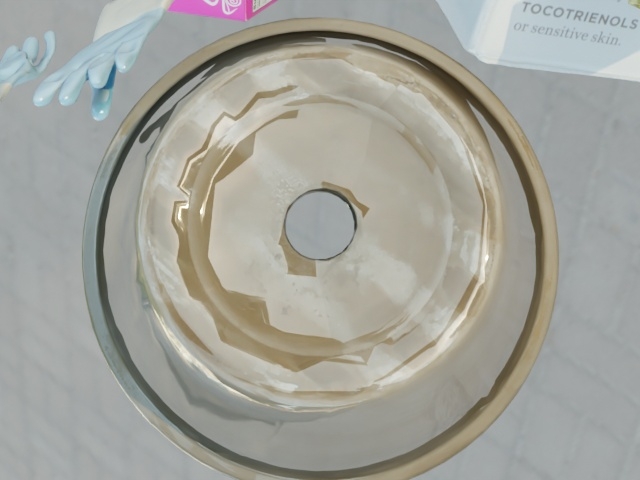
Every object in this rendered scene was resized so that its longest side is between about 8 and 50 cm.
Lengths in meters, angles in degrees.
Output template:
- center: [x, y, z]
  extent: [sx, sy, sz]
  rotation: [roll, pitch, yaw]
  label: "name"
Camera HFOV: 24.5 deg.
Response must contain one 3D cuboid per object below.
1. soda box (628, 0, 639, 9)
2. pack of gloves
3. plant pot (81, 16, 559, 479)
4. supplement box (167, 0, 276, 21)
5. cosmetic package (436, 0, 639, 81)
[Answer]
- center: [0.293, -0.204, 1.033]
  extent: [0.058, 0.181, 0.061]
  rotation: [34, 133, 28]
  label: "soda box"
- center: [-0.198, -0.119, 1.110]
  extent: [0.195, 0.232, 0.046]
  rotation: [-20, 112, 17]
  label: "pack of gloves"
- center: [0.000, 0.000, 0.888]
  extent: [0.323, 0.323, 0.280]
  rotation: [51, 177, 4]
  label: "plant pot"
- center: [-0.079, -0.300, 1.439]
  extent: [0.111, 0.220, 0.113]
  rotation: [11, 115, 18]
  label: "supplement box"
- center: [0.282, -0.379, 1.258]
  extent: [0.329, 0.328, 0.393]
  rotation: [-112, 33, -53]
  label: "cosmetic package"
